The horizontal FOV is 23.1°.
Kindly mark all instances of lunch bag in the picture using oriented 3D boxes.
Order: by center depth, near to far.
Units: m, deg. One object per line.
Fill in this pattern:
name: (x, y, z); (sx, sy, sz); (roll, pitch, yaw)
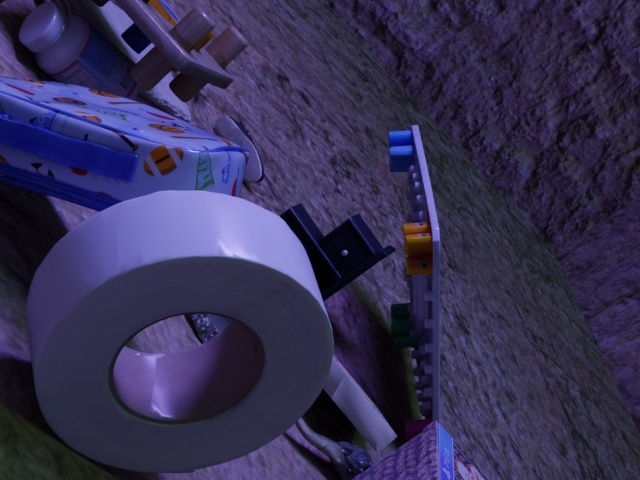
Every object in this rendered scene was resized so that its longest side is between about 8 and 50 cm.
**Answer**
lunch bag: (-0.239, -0.092, 1.662); (0.303, 0.115, 0.243); (16, 8, 12)

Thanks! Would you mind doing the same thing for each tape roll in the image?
tape roll: (-0.134, 0.092, 1.490); (0.286, 0.286, 0.100); (41, 19, -39)

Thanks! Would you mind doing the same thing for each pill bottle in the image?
pill bottle: (-0.312, -0.236, 2.034); (0.160, 0.087, 0.087); (42, 19, -39)

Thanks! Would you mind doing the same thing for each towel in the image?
towel: (-0.295, -0.272, 2.244); (0.282, 0.049, 0.187); (32, 28, -57)

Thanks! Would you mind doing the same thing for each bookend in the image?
bookend: (0.000, 0.000, 2.324); (0.156, 0.157, 0.072); (55, 15, 2)

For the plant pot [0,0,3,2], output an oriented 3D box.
plant pot: (-0.420, -0.343, 1.778); (0.191, 0.174, 0.191); (49, 16, -19)

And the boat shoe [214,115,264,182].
boat shoe: (-0.120, -0.143, 2.477); (0.042, 0.049, 0.133); (17, 35, -53)

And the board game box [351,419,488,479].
board game box: (0.123, 0.390, 1.706); (0.291, 0.232, 0.141); (49, 16, -14)

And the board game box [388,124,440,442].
board game box: (0.140, 0.075, 2.386); (0.390, 0.050, 0.390); (-94, -178, -63)

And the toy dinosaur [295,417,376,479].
toy dinosaur: (0.043, 0.289, 2.000); (0.268, 0.064, 0.118); (45, 3, -41)

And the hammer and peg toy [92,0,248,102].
hammer and peg toy: (-0.260, -0.349, 2.072); (0.361, 0.127, 0.266); (49, 8, 8)

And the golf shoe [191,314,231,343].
golf shoe: (-0.107, 0.123, 1.953); (0.176, 0.069, 0.086); (59, -2, -2)

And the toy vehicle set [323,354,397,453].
toy vehicle set: (-0.004, 0.157, 2.110); (0.267, 0.035, 0.166); (51, -1, -9)
